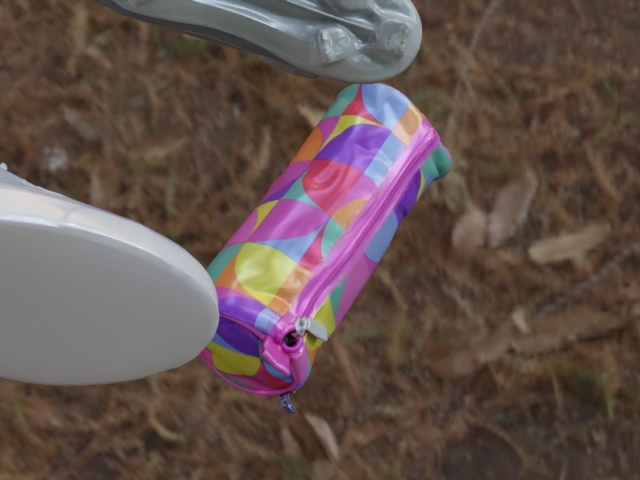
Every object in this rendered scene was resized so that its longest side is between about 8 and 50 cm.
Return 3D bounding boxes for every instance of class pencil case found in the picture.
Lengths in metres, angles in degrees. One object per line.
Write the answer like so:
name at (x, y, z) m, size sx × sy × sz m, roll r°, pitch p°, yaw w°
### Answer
pencil case at (0.000, 0.000, 1.175) m, size 0.104 × 0.104 × 0.236 m, roll 20°, pitch 58°, yaw 21°

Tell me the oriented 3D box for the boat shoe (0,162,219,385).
boat shoe at (-0.119, -0.006, 0.513) m, size 0.184 × 0.066 × 0.063 m, roll 9°, pitch 40°, yaw -18°

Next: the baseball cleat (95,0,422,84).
baseball cleat at (-0.056, -0.119, 0.808) m, size 0.206 × 0.109 × 0.072 m, roll 26°, pitch 83°, yaw -14°
